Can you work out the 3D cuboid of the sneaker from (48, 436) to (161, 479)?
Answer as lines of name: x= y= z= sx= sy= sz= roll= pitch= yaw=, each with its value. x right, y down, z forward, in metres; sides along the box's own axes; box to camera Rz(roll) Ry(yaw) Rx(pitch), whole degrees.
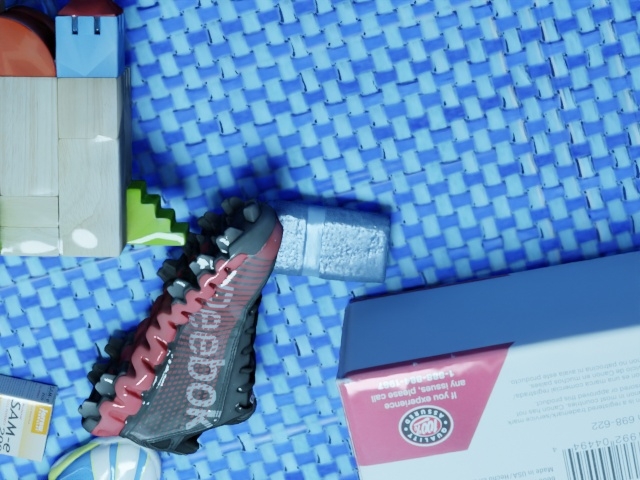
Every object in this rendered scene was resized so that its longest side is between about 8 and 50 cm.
sneaker: x=-0.238 y=0.275 z=1.707 sx=0.240 sy=0.126 sz=0.091 roll=-41 pitch=106 yaw=17

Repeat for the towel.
towel: x=0.000 y=0.000 z=1.640 sx=0.119 sy=0.029 sz=0.067 roll=7 pitch=114 yaw=0

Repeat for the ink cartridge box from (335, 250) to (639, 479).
ink cartridge box: x=0.188 y=0.231 z=1.660 sx=0.279 sy=0.160 sz=0.385 roll=-10 pitch=112 yaw=6

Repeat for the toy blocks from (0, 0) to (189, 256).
toy blocks: x=-0.299 y=-0.125 z=1.535 sx=0.381 sy=0.191 sz=0.261 roll=1 pitch=101 yaw=1

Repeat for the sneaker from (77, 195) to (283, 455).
sneaker: x=-0.093 y=0.082 z=1.634 sx=0.135 sy=0.098 sz=0.276 roll=29 pitch=118 yaw=-12

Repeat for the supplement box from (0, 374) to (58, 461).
supplement box: x=-0.290 y=0.155 z=1.707 sx=0.098 sy=0.036 sz=0.062 roll=12 pitch=113 yaw=-4
